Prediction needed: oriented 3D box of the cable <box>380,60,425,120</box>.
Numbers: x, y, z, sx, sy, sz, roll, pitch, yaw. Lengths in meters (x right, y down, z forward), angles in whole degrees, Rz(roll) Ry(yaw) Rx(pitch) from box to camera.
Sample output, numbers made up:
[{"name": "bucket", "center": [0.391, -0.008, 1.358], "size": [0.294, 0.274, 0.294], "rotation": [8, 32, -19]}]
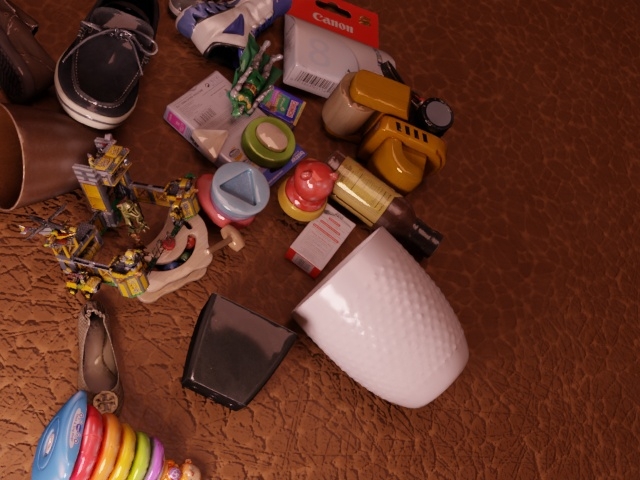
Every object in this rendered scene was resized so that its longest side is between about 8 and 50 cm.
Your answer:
[{"name": "cable", "center": [0.244, -0.394, 2.061], "size": [0.287, 0.072, 0.140], "rotation": [52, 29, -44]}]

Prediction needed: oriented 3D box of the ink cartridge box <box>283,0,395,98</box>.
[{"name": "ink cartridge box", "center": [0.055, -0.550, 2.113], "size": [0.308, 0.091, 0.385], "rotation": [14, 59, -24]}]

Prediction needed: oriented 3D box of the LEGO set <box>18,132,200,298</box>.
[{"name": "LEGO set", "center": [-0.401, -0.066, 1.521], "size": [0.254, 0.192, 0.331], "rotation": [18, 52, 24]}]

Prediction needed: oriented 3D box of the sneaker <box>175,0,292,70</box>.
[{"name": "sneaker", "center": [-0.199, -0.535, 2.006], "size": [0.315, 0.127, 0.182], "rotation": [-26, 79, -26]}]

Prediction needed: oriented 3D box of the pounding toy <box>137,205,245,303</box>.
[{"name": "pounding toy", "center": [-0.302, 0.003, 1.623], "size": [0.269, 0.155, 0.154], "rotation": [-28, 77, -30]}]

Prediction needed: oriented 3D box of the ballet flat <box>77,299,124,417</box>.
[{"name": "ballet flat", "center": [-0.430, 0.229, 1.501], "size": [0.084, 0.058, 0.250], "rotation": [-1, 63, -23]}]

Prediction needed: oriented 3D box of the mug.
[{"name": "mug", "center": [0.159, 0.167, 1.688], "size": [0.328, 0.276, 0.374], "rotation": [47, 24, 0]}]

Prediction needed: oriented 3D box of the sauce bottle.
[{"name": "sauce bottle", "center": [0.144, -0.083, 1.896], "size": [0.344, 0.111, 0.111], "rotation": [37, 55, -2]}]

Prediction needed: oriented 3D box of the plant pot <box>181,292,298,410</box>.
[{"name": "plant pot", "center": [-0.179, 0.236, 1.542], "size": [0.188, 0.187, 0.167], "rotation": [27, 68, -7]}]

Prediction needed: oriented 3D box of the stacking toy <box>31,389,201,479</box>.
[{"name": "stacking toy", "center": [-0.347, 0.404, 1.402], "size": [0.301, 0.165, 0.175], "rotation": [24, 45, -27]}]

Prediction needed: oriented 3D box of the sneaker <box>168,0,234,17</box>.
[{"name": "sneaker", "center": [-0.251, -0.679, 2.019], "size": [0.295, 0.178, 0.124], "rotation": [-28, 76, -33]}]

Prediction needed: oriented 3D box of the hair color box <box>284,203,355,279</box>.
[{"name": "hair color box", "center": [0.000, 0.000, 1.820], "size": [0.093, 0.053, 0.167], "rotation": [37, 56, 2]}]

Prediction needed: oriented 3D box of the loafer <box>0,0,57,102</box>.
[{"name": "loafer", "center": [-0.710, -0.469, 1.750], "size": [0.130, 0.134, 0.366], "rotation": [-23, 78, -43]}]

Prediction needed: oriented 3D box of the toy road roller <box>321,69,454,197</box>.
[{"name": "toy road roller", "center": [0.162, -0.251, 1.944], "size": [0.329, 0.202, 0.241], "rotation": [21, 62, -13]}]

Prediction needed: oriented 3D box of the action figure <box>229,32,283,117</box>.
[{"name": "action figure", "center": [-0.164, -0.384, 1.883], "size": [0.137, 0.063, 0.232], "rotation": [41, 55, -30]}]

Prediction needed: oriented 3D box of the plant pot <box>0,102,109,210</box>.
[{"name": "plant pot", "center": [-0.557, -0.182, 1.609], "size": [0.230, 0.215, 0.215], "rotation": [-12, 67, -44]}]

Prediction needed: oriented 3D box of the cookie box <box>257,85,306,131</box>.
[{"name": "cookie box", "center": [-0.102, -0.336, 1.973], "size": [0.107, 0.040, 0.092], "rotation": [27, 54, -8]}]

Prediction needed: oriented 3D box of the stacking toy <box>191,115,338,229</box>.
[{"name": "stacking toy", "center": [-0.130, -0.177, 1.746], "size": [0.308, 0.130, 0.280], "rotation": [-12, 71, -28]}]

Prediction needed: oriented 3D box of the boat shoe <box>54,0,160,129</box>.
[{"name": "boat shoe", "center": [-0.468, -0.437, 1.740], "size": [0.186, 0.156, 0.500], "rotation": [22, 42, -18]}]

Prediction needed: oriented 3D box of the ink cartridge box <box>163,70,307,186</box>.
[{"name": "ink cartridge box", "center": [-0.204, -0.254, 1.871], "size": [0.311, 0.065, 0.186], "rotation": [41, 55, 5]}]
